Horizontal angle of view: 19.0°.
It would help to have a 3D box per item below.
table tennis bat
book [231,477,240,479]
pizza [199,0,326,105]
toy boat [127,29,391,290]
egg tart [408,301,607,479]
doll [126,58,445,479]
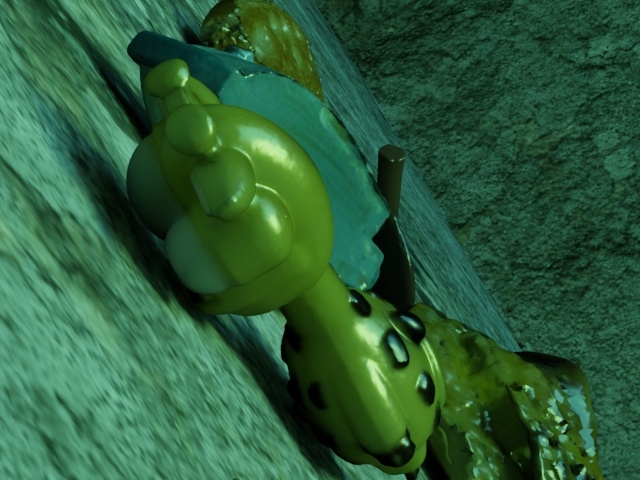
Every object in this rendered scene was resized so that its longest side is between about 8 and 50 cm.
[{"bbox_3d":[0.004,0.010,1.479,0.107,0.119,0.170,-126,-149,-44],"label":"table tennis bat"},{"bbox_3d":[0.060,0.249,0.692,0.217,0.021,0.310,50,10,-51],"label":"book"},{"bbox_3d":[-0.033,-0.105,1.554,0.199,0.062,0.188,65,19,6],"label":"pizza"},{"bbox_3d":[-0.047,-0.045,1.119,0.102,0.088,0.215,15,-27,43],"label":"toy boat"},{"bbox_3d":[0.158,0.169,1.435,0.297,0.132,0.297,62,7,-14],"label":"egg tart"},{"bbox_3d":[-0.012,0.025,0.935,0.291,0.086,0.117,55,2,-46],"label":"doll"}]
